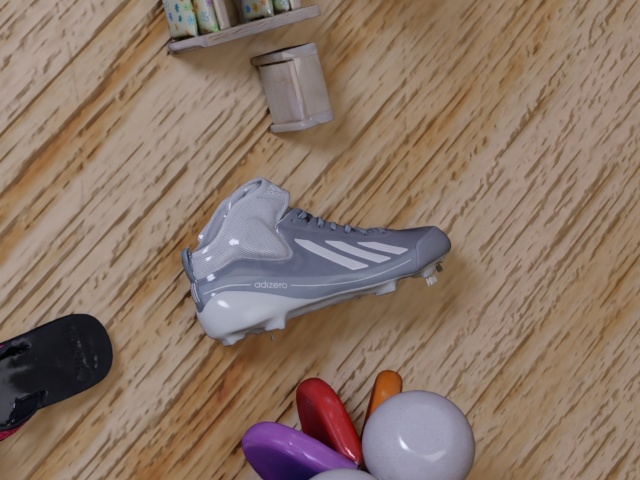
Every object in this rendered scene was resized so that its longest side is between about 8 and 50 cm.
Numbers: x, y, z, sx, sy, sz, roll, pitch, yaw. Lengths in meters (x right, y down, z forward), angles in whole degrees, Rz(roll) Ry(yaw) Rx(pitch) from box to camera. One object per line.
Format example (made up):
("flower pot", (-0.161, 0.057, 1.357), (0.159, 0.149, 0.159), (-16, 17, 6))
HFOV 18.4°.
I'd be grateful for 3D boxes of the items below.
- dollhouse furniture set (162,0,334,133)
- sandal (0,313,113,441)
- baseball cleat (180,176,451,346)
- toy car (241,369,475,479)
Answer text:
("dollhouse furniture set", (-0.033, -0.157, 1.287), (0.101, 0.161, 0.182), (-19, 99, -31))
("sandal", (-0.204, 0.095, 1.246), (0.179, 0.040, 0.067), (-27, 104, -30))
("baseball cleat", (0.000, 0.000, 1.361), (0.206, 0.072, 0.109), (-20, 93, -35))
("toy car", (0.011, 0.162, 1.338), (0.136, 0.159, 0.182), (40, 65, 12))
